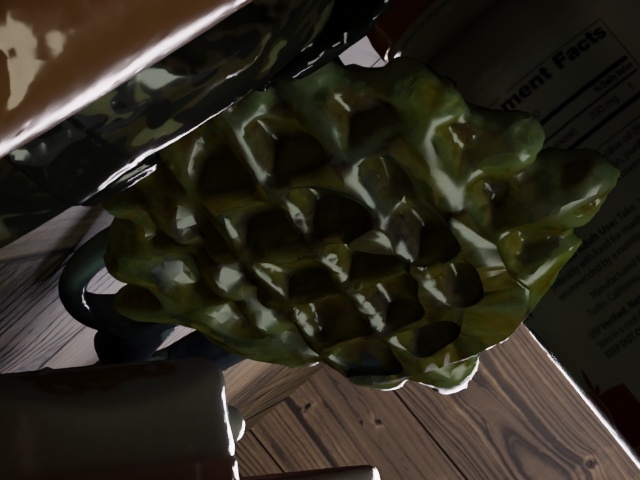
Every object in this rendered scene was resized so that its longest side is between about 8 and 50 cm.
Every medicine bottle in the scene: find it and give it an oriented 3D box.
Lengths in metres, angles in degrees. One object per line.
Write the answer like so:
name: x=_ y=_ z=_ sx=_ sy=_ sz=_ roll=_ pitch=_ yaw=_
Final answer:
medicine bottle: x=0.140 y=-0.032 z=0.807 sx=0.157 sy=0.288 sz=0.157 roll=-38 pitch=172 yaw=-6

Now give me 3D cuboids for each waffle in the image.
waffle: x=0.004 y=-0.003 z=0.724 sx=0.223 sy=0.204 sz=0.054 roll=118 pitch=-11 yaw=-51

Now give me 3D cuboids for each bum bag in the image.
bum bag: x=-0.043 y=-0.072 z=0.519 sx=0.248 sy=0.069 sz=0.102 roll=-32 pitch=171 yaw=-35

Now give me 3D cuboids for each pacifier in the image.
pacifier: x=-0.124 y=0.170 z=0.892 sx=0.332 sy=0.273 sz=0.220 roll=-3 pitch=136 yaw=-31

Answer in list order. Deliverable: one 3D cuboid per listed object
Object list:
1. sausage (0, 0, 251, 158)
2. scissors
sausage: x=-0.106 y=-0.041 z=0.328 sx=0.289 sy=0.086 sz=0.086 roll=-37 pitch=172 yaw=-28
scissors: x=-0.137 y=0.095 z=1.010 sx=0.383 sy=0.029 sz=0.256 roll=-35 pitch=152 yaw=32
